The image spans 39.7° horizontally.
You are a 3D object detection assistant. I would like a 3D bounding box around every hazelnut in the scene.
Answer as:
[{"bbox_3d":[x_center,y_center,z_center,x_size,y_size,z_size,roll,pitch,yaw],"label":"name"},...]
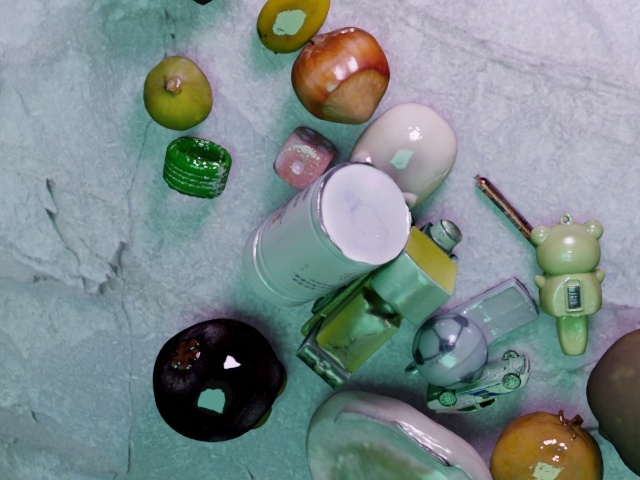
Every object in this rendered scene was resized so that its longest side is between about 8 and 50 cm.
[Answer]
[{"bbox_3d":[0.039,-0.289,1.590,0.182,0.182,0.182,5,114,12],"label":"hazelnut"}]

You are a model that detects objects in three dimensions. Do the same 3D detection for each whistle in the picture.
[{"bbox_3d":[0.283,0.200,1.741,0.289,0.163,0.163,-33,102,25],"label":"whistle"},{"bbox_3d":[0.469,0.082,1.667,0.131,0.106,0.288,-6,109,8],"label":"whistle"}]

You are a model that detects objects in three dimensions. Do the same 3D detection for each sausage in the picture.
[{"bbox_3d":[0.360,-0.052,1.683,0.198,0.025,0.028,46,148,-7],"label":"sausage"}]

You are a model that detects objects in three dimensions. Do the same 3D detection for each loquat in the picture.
[{"bbox_3d":[0.456,0.460,1.790,0.238,0.193,0.238,6,110,18],"label":"loquat"}]

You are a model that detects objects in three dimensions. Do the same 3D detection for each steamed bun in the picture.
[{"bbox_3d":[0.144,-0.142,1.640,0.177,0.131,0.228,44,114,-8],"label":"steamed bun"}]

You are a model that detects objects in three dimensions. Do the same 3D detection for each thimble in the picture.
[{"bbox_3d":[-0.241,-0.143,1.747,0.130,0.118,0.090,31,123,20],"label":"thimble"}]

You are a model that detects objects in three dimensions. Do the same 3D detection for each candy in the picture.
[{"bbox_3d":[0.158,0.491,1.873,0.427,0.186,0.386,39,126,9],"label":"candy"}]

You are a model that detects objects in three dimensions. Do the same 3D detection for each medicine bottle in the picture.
[{"bbox_3d":[0.000,0.000,1.636,0.190,0.190,0.332,46,147,-8],"label":"medicine bottle"}]

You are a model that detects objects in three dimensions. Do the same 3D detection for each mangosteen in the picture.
[{"bbox_3d":[-0.200,0.311,1.881,0.275,0.275,0.302,-20,140,21],"label":"mangosteen"}]

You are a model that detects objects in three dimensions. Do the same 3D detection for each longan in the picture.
[{"bbox_3d":[0.646,0.313,1.634,0.288,0.288,0.350,-11,123,19],"label":"longan"}]

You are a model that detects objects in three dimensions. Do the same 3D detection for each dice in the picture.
[{"bbox_3d":[-0.031,-0.156,1.700,0.093,0.091,0.094,34,118,-2],"label":"dice"}]

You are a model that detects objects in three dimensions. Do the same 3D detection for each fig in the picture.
[{"bbox_3d":[-0.273,-0.281,1.697,0.136,0.121,0.153,8,138,5],"label":"fig"}]

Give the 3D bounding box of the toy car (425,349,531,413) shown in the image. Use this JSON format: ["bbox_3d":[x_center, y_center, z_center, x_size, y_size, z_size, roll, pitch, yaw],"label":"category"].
[{"bbox_3d":[0.326,0.297,1.809,0.224,0.090,0.076,-19,110,21],"label":"toy car"}]

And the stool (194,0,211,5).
[{"bbox_3d":[-0.212,-0.535,1.513,0.141,0.232,0.232,-26,105,23],"label":"stool"}]

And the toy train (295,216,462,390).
[{"bbox_3d":[0.108,0.118,1.697,0.160,0.253,0.397,43,115,-5],"label":"toy train"}]

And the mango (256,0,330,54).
[{"bbox_3d":[-0.046,-0.409,1.605,0.161,0.076,0.103,-41,92,17],"label":"mango"}]
